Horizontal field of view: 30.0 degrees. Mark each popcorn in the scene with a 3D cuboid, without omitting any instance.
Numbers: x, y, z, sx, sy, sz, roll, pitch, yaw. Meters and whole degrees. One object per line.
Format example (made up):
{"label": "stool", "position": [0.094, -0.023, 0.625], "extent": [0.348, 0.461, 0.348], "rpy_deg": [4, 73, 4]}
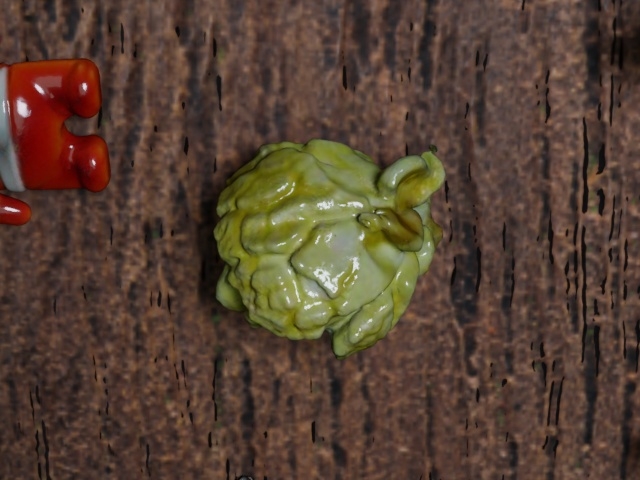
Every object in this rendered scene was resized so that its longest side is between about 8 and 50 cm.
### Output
{"label": "popcorn", "position": [0.000, 0.000, 0.754], "extent": [0.135, 0.141, 0.162], "rpy_deg": [42, 140, -14]}

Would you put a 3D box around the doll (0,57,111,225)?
{"label": "doll", "position": [-0.259, -0.070, 0.760], "extent": [0.245, 0.076, 0.142], "rpy_deg": [-2, 120, -5]}

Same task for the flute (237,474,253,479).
{"label": "flute", "position": [0.023, 0.273, 0.893], "extent": [0.014, 0.014, 0.269], "rpy_deg": [-36, 103, 9]}
